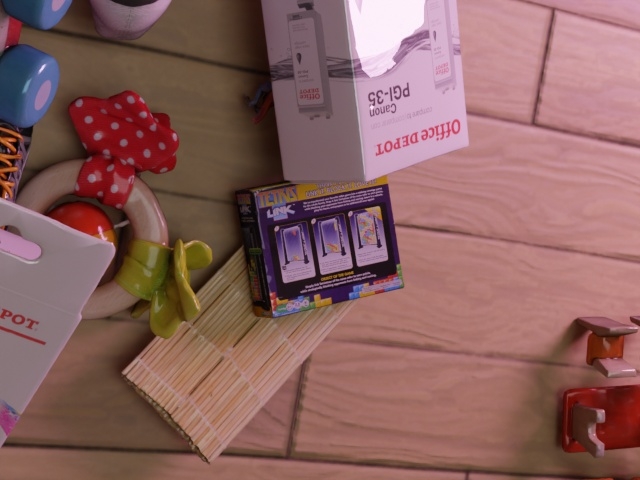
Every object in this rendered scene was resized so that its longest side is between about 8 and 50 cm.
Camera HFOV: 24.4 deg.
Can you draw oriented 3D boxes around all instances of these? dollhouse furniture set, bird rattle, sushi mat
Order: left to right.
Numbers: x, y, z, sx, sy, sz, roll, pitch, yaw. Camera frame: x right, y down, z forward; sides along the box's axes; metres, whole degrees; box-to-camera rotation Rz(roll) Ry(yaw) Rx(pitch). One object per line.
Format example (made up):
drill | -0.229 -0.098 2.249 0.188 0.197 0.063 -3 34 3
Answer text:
bird rattle | -0.218 -0.016 1.488 0.207 0.143 0.253 -22 106 -7
sushi mat | -0.065 0.083 1.623 0.316 0.019 0.151 -47 111 -20
dollhouse furniture set | 0.428 0.224 1.893 0.259 0.135 0.262 -1 98 -17

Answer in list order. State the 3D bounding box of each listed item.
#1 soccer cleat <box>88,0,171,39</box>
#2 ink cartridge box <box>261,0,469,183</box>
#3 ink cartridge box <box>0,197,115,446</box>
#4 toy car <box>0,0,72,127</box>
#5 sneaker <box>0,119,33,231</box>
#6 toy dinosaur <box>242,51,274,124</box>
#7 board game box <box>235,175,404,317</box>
soccer cleat | -0.187 -0.355 1.465 0.116 0.143 0.331 9 71 -12
ink cartridge box | 0.049 -0.216 1.566 0.207 0.117 0.283 -21 109 -48
ink cartridge box | -0.362 0.085 1.355 0.207 0.119 0.353 25 109 -30
toy car | -0.305 -0.258 1.387 0.238 0.219 0.210 -54 166 -53
sneaker | -0.324 -0.062 1.442 0.084 0.083 0.215 14 90 -28
toy dinosaur | -0.038 -0.163 1.593 0.082 0.090 0.047 -30 132 12
board game box | 0.000 0.000 1.619 0.170 0.048 0.141 -11 95 -28
